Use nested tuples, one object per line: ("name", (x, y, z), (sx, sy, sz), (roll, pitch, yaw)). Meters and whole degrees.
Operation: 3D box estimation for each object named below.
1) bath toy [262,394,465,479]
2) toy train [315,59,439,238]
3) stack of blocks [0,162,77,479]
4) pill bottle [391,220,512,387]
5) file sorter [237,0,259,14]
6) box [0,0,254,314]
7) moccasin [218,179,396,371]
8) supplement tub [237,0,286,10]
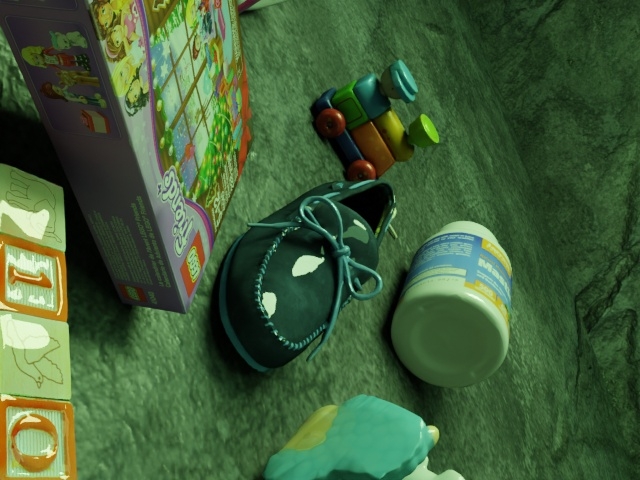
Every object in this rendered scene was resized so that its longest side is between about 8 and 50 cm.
("bath toy", (0.085, 0.308, 0.620), (0.129, 0.151, 0.348), (-36, 106, -26))
("toy train", (0.112, -0.132, 1.037), (0.248, 0.143, 0.105), (57, 27, -17))
("stack of blocks", (-0.223, -0.018, 0.347), (0.171, 0.087, 0.297), (26, 46, -54))
("pill bottle", (0.197, 0.074, 1.010), (0.152, 0.152, 0.272), (59, 27, -14))
("file sorter", (-0.172, -0.307, 0.592), (0.291, 0.182, 0.202), (-7, 73, -64))
("box", (-0.109, -0.114, 0.479), (0.293, 0.057, 0.200), (88, 14, -51))
("moccasin", (0.000, 0.000, 0.731), (0.137, 0.117, 0.342), (57, 26, -17))
("supplement tub", (-0.085, -0.479, 0.847), (0.331, 0.241, 0.241), (64, 25, -4))
